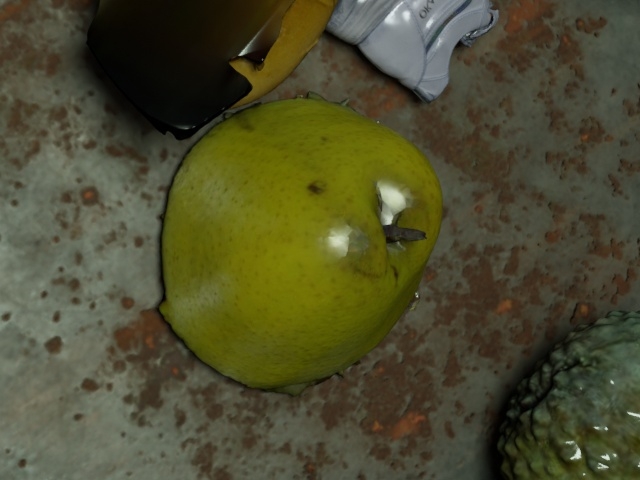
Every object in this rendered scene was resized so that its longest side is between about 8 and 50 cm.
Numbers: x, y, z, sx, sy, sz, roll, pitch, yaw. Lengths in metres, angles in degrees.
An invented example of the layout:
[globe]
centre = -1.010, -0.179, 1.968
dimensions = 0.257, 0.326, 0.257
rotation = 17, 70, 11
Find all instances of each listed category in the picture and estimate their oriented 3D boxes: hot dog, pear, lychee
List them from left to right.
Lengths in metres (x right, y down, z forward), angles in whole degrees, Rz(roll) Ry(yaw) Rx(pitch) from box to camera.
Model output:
[hot dog]
centre = -0.046, -0.207, 0.939
dimensions = 0.326, 0.107, 0.194
rotation = -42, 78, -18
[pear]
centre = 0.001, -0.003, 0.938
dimensions = 0.267, 0.178, 0.267
rotation = 1, 88, -18
[lychee]
centre = 0.291, 0.190, 1.016
dimensions = 0.255, 0.274, 0.255
rotation = -15, 128, -20

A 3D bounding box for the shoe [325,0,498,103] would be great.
[shoe]
centre = 0.115, -0.240, 1.023
dimensions = 0.137, 0.095, 0.245
rotation = 45, 80, -20
